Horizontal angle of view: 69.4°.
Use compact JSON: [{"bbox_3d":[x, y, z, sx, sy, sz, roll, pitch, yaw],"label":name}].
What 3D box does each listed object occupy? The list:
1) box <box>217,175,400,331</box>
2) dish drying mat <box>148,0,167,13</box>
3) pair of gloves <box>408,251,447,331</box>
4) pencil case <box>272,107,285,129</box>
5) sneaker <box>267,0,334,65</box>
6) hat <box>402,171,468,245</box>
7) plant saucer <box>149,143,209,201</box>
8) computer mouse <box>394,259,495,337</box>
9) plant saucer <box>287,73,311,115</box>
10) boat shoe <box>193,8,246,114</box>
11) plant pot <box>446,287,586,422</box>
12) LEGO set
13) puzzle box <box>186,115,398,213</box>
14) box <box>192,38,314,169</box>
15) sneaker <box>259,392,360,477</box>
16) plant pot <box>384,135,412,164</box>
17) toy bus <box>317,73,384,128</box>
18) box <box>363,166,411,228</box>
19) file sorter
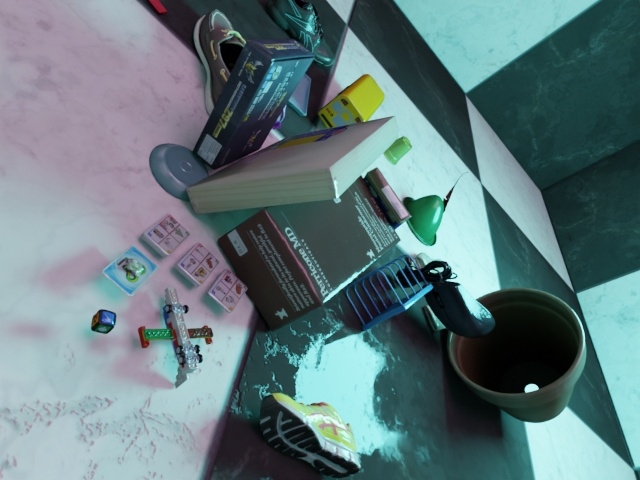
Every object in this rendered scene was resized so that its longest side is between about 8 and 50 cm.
[{"bbox_3d":[0.000,0.000,0.921,0.191,0.143,0.381,59,35,0],"label":"box"},{"bbox_3d":[-0.363,-0.519,0.984,0.083,0.008,0.032,50,34,-11],"label":"dish drying mat"},{"bbox_3d":[0.345,0.144,1.333,0.204,0.042,0.240,13,53,-47],"label":"pair of gloves"},{"bbox_3d":[-0.118,-0.362,1.112,0.088,0.086,0.206,65,22,-45],"label":"pencil case"},{"bbox_3d":[-0.039,-0.653,1.420,0.267,0.106,0.101,37,38,-31],"label":"sneaker"},{"bbox_3d":[0.380,-0.112,1.452,0.173,0.183,0.208,18,51,-44],"label":"hat"},{"bbox_3d":[-0.241,-0.125,0.814,0.119,0.021,0.119,33,41,-34],"label":"plant saucer"},{"bbox_3d":[0.315,0.165,1.143,0.272,0.188,0.072,41,61,-15],"label":"computer mouse"},{"bbox_3d":[-0.061,-0.417,1.281,0.067,0.018,0.192,36,40,-30],"label":"plant saucer"},{"bbox_3d":[-0.201,-0.395,1.012,0.117,0.097,0.324,17,51,-44],"label":"boat shoe"},{"bbox_3d":[0.539,0.333,1.229,0.280,0.323,0.323,54,30,-35],"label":"plant pot"},{"bbox_3d":[-0.222,0.084,0.668,0.182,0.060,0.244,45,27,-12],"label":"LEGO set"},{"bbox_3d":[-0.025,-0.156,0.890,0.409,0.272,0.052,-47,127,-56],"label":"puzzle box"},{"bbox_3d":[-0.121,-0.252,0.848,0.059,0.232,0.183,39,30,1],"label":"box"},{"bbox_3d":[-0.017,0.290,0.730,0.208,0.081,0.094,47,27,-27],"label":"sneaker"},{"bbox_3d":[0.263,-0.310,1.554,0.083,0.079,0.083,31,43,-34],"label":"plant pot"},{"bbox_3d":[0.099,-0.403,1.372,0.108,0.130,0.332,50,35,-12],"label":"toy bus"},{"bbox_3d":[0.132,-0.073,1.122,0.036,0.225,0.136,-31,82,-15],"label":"box"},{"bbox_3d":[0.153,0.111,1.047,0.170,0.118,0.104,-19,76,-56],"label":"file sorter"}]
